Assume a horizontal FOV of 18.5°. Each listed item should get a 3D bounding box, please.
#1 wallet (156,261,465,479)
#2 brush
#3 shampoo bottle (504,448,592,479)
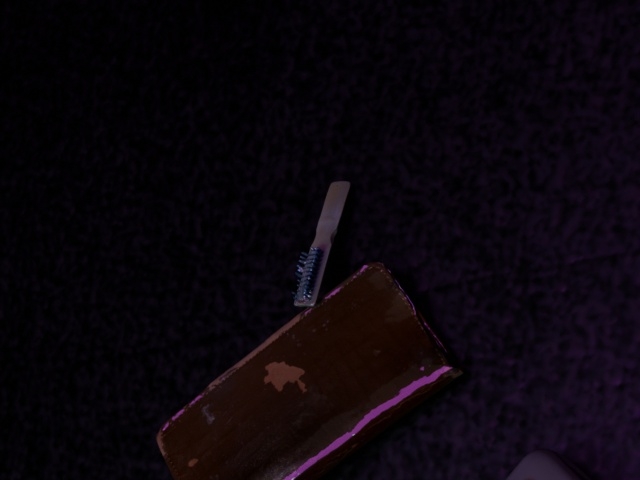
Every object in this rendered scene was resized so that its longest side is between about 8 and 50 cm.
[{"bbox_3d":[-0.009,0.094,1.123,0.176,0.026,0.095,-40,58,11],"label":"wallet"},{"bbox_3d":[0.000,0.000,1.144,0.016,0.013,0.084,-6,56,42],"label":"brush"},{"bbox_3d":[0.091,0.192,1.027,0.080,0.040,0.165,43,98,31],"label":"shampoo bottle"}]
